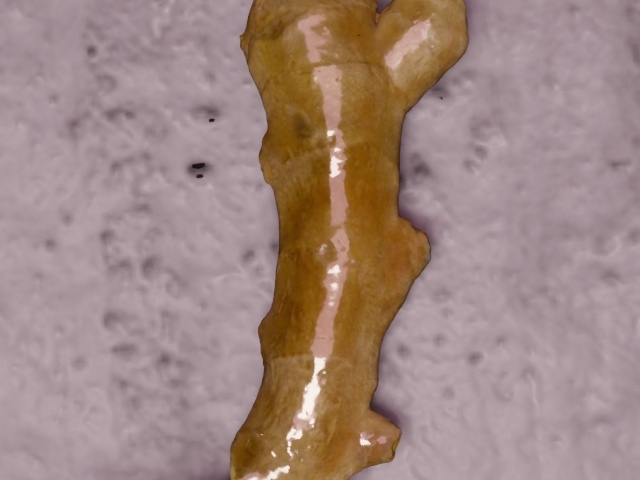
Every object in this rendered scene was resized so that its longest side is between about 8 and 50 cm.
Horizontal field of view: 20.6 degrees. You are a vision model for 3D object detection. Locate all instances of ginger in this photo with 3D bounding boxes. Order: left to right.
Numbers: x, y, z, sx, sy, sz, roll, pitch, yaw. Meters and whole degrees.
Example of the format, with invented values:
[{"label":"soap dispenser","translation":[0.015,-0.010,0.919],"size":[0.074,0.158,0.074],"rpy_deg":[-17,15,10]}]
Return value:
[{"label":"ginger","translation":[0.001,0.000,0.908],"size":[0.118,0.065,0.298],"rpy_deg":[8,87,12]}]
